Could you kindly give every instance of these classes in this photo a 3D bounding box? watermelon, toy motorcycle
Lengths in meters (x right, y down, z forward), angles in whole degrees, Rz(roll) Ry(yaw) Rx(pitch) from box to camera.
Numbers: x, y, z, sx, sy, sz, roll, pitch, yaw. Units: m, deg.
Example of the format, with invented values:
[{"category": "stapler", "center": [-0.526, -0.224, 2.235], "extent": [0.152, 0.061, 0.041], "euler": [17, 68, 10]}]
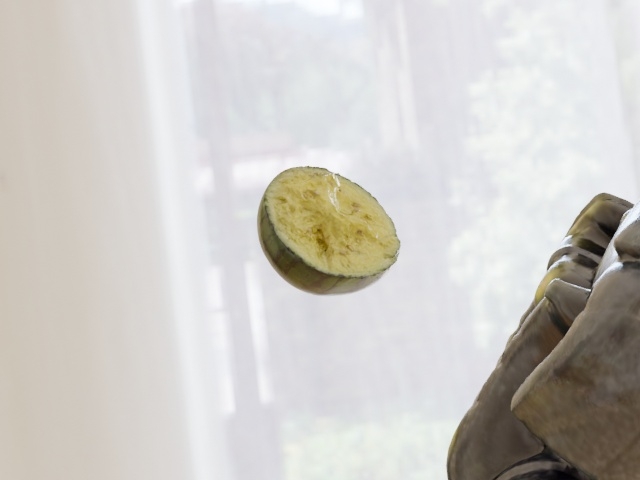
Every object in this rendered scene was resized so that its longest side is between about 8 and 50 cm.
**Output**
[{"category": "watermelon", "center": [0.000, 0.000, 1.317], "extent": [0.105, 0.105, 0.062], "euler": [-8, -33, -37]}, {"category": "toy motorcycle", "center": [0.069, 0.025, 0.388], "extent": [0.124, 0.061, 0.193], "euler": [-50, -4, -16]}]
